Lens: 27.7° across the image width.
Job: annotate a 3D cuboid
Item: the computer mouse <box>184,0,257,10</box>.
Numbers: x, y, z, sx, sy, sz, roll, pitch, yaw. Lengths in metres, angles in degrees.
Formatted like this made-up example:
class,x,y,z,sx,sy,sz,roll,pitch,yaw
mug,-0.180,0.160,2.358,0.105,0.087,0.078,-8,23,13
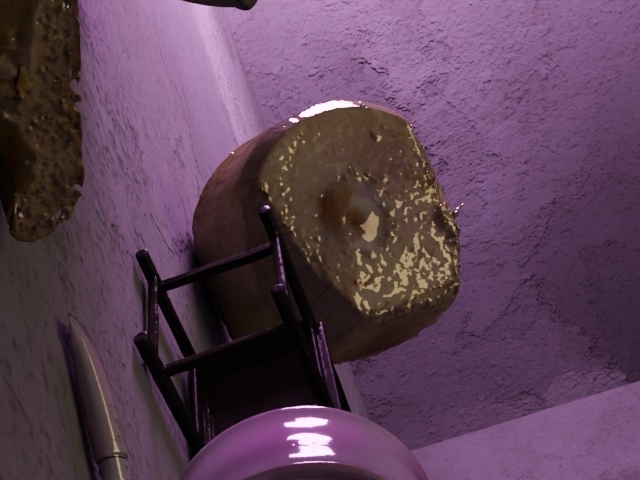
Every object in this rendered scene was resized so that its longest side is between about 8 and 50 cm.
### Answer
class,x,y,z,sx,sy,sz,roll,pitch,yaw
computer mouse,-0.207,-0.387,1.259,0.429,0.145,0.228,58,2,5

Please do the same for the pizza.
class,x,y,z,sx,sy,sz,roll,pitch,yaw
pizza,-0.191,-0.127,0.758,0.204,0.081,0.188,-120,-149,-53

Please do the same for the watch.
class,x,y,z,sx,sy,sz,roll,pitch,yaw
watch,0.020,0.212,0.821,0.217,0.248,0.211,52,6,-13

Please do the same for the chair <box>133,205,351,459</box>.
class,x,y,z,sx,sy,sz,roll,pitch,yaw
chair,-0.050,0.124,1.125,0.154,0.141,0.260,-102,172,-58

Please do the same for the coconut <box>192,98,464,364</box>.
class,x,y,z,sx,sy,sz,roll,pitch,yaw
coconut,0.000,0.000,1.474,0.254,0.297,0.297,-44,-120,62

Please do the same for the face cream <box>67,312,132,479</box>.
class,x,y,z,sx,sy,sz,roll,pitch,yaw
face cream,-0.139,0.100,0.808,0.038,0.020,0.115,64,6,-67
